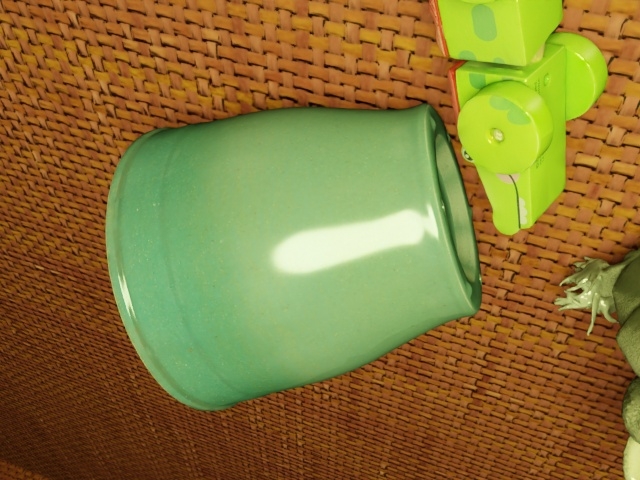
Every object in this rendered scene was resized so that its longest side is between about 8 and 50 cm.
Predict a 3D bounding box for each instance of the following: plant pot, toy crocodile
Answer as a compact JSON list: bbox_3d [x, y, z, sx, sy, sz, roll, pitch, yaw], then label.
[{"bbox_3d":[0.000,0.000,0.587,0.255,0.271,0.271,-12,128,20],"label":"plant pot"},{"bbox_3d":[0.125,-0.153,0.456,0.105,0.115,0.340,19,142,40],"label":"toy crocodile"}]

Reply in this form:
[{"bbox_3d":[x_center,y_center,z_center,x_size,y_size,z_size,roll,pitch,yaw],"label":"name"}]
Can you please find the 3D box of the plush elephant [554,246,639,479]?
[{"bbox_3d":[0.356,0.106,0.501,0.255,0.272,0.330,46,167,-2],"label":"plush elephant"}]
